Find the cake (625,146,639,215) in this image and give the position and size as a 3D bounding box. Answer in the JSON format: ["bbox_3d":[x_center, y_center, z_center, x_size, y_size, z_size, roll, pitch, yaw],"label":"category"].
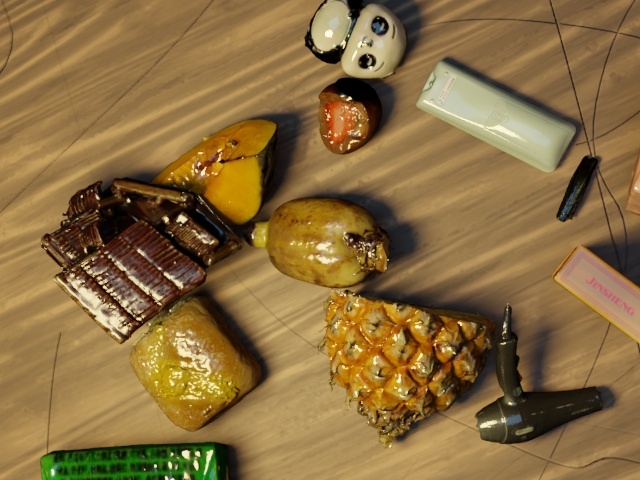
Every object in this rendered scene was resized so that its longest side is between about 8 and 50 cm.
[{"bbox_3d":[0.683,-0.164,1.621,0.314,0.293,0.307,19,90,19],"label":"cake"}]

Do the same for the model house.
[{"bbox_3d":[-0.372,0.019,1.800,0.317,0.282,0.297,47,131,4],"label":"model house"}]

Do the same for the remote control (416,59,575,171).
[{"bbox_3d":[0.327,-0.235,1.822,0.293,0.051,0.103,29,94,13],"label":"remote control"}]

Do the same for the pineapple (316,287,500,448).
[{"bbox_3d":[0.155,0.252,1.728,0.344,0.209,0.286,10,92,-2],"label":"pineapple"}]

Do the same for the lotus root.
[{"bbox_3d":[0.000,0.000,1.839,0.314,0.141,0.169,11,87,22],"label":"lotus root"}]

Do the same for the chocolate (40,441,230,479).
[{"bbox_3d":[-0.338,0.560,1.880,0.360,0.161,0.341,-6,87,13],"label":"chocolate"}]

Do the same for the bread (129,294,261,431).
[{"bbox_3d":[-0.255,0.230,1.867,0.195,0.176,0.246,-41,80,6],"label":"bread"}]

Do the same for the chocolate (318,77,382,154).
[{"bbox_3d":[0.049,-0.232,1.849,0.133,0.127,0.124,-58,39,35],"label":"chocolate"}]

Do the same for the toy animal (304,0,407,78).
[{"bbox_3d":[0.079,-0.395,1.838,0.179,0.138,0.166,32,111,17],"label":"toy animal"}]

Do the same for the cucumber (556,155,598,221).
[{"bbox_3d":[0.472,-0.095,1.792,0.033,0.034,0.135,24,93,17],"label":"cucumber"}]

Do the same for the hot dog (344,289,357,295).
[{"bbox_3d":[0.058,0.173,1.857,0.078,0.061,0.169,-12,96,-31],"label":"hot dog"}]

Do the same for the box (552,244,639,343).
[{"bbox_3d":[0.486,0.088,1.658,0.174,0.274,0.076,39,97,11],"label":"box"}]

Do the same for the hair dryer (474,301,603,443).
[{"bbox_3d":[0.376,0.233,1.732,0.235,0.091,0.272,-15,113,3],"label":"hair dryer"}]

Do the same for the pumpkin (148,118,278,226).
[{"bbox_3d":[-0.174,-0.129,1.901,0.312,0.169,0.148,-10,122,33],"label":"pumpkin"}]
